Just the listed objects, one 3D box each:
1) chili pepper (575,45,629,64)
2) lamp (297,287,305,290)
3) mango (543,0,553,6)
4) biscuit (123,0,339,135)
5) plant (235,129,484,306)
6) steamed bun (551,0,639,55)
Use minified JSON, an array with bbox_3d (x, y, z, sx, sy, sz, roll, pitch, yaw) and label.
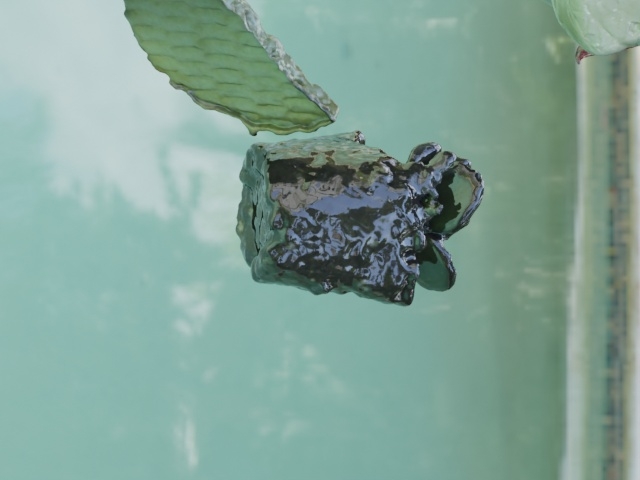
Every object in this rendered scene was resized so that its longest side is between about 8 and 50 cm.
[{"bbox_3d":[0.664,-0.402,2.500,0.092,0.368,0.137,60,29,-34],"label":"chili pepper"},{"bbox_3d":[0.001,-0.001,1.931,0.156,0.157,0.135,131,-60,-72],"label":"lamp"},{"bbox_3d":[0.286,-0.360,1.470,0.199,0.384,0.221,-32,135,-50],"label":"mango"},{"bbox_3d":[-0.118,-0.209,1.465,0.273,0.187,0.036,46,54,-32],"label":"biscuit"},{"bbox_3d":[0.044,-0.034,1.603,0.188,0.276,0.199,-116,-150,-65],"label":"plant"},{"bbox_3d":[0.276,-0.250,1.294,0.091,0.112,0.130,-106,176,-48],"label":"steamed bun"}]
